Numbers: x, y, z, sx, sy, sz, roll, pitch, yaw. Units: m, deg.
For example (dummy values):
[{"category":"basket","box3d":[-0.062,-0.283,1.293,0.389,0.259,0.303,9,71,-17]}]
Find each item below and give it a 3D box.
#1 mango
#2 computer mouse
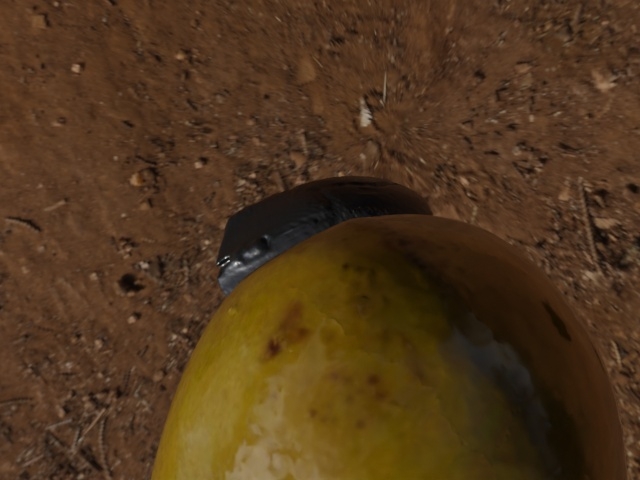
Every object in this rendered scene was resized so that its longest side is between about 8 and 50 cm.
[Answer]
[{"category":"mango","box3d":[0.024,0.202,0.574,0.300,0.232,0.446,8,87,35]},{"category":"computer mouse","box3d":[0.000,0.000,0.886,0.217,0.073,0.122,-18,56,12]}]
